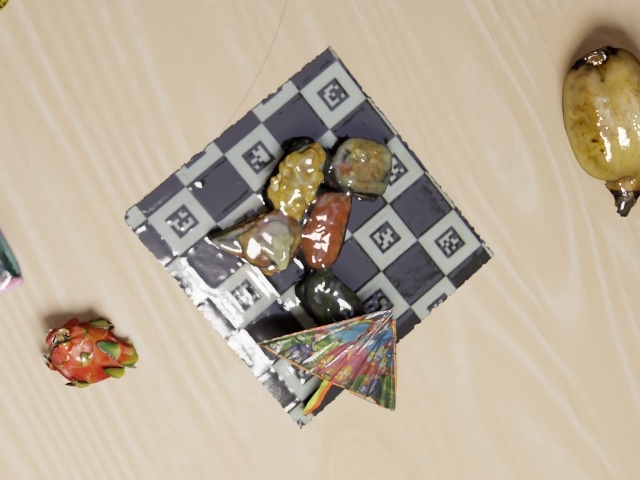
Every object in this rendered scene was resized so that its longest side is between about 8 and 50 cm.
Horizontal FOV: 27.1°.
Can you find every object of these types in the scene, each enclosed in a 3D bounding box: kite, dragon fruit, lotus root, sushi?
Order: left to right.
[{"bbox_3d":[-0.275,0.135,1.606,0.116,0.086,0.081,-3,137,-45],"label":"dragon fruit"},{"bbox_3d":[0.000,0.000,1.663,0.343,0.064,0.359,-40,102,-7],"label":"sushi"},{"bbox_3d":[0.024,0.148,1.661,0.241,0.014,0.183,24,111,-33],"label":"kite"},{"bbox_3d":[0.382,-0.142,1.712,0.125,0.118,0.221,-14,102,21],"label":"lotus root"}]

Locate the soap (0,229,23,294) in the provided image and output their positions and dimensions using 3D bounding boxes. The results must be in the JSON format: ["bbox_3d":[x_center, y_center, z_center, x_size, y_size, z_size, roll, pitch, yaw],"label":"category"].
[{"bbox_3d":[-0.499,-0.051,1.520,0.193,0.109,0.324,-29,102,-10],"label":"soap"}]

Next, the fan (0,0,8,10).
[{"bbox_3d":[-0.378,-0.330,1.564,0.155,0.039,0.082,-45,102,-6],"label":"fan"}]
